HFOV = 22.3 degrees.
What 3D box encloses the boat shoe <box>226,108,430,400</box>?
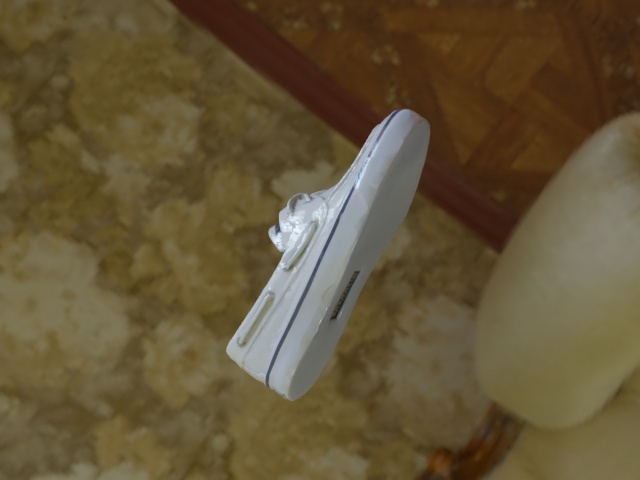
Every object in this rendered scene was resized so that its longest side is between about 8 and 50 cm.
[{"bbox_3d":[0.000,0.000,0.517,0.035,0.100,0.035,29,-170,20],"label":"boat shoe"}]
